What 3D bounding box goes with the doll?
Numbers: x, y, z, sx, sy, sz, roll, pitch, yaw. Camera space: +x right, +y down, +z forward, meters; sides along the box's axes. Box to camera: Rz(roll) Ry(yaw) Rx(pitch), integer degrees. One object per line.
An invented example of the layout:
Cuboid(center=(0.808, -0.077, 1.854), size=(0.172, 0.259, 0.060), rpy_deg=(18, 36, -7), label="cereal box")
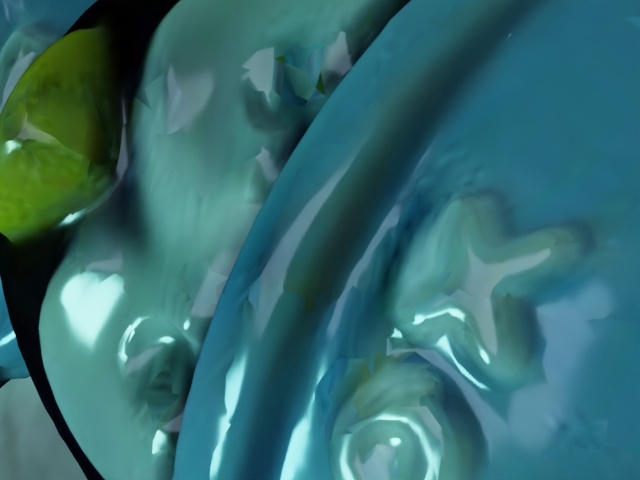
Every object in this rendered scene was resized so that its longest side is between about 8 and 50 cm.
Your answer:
Cuboid(center=(0.000, 0.000, 0.396), size=(0.314, 0.141, 0.177), rpy_deg=(28, 98, 35), label="doll")
